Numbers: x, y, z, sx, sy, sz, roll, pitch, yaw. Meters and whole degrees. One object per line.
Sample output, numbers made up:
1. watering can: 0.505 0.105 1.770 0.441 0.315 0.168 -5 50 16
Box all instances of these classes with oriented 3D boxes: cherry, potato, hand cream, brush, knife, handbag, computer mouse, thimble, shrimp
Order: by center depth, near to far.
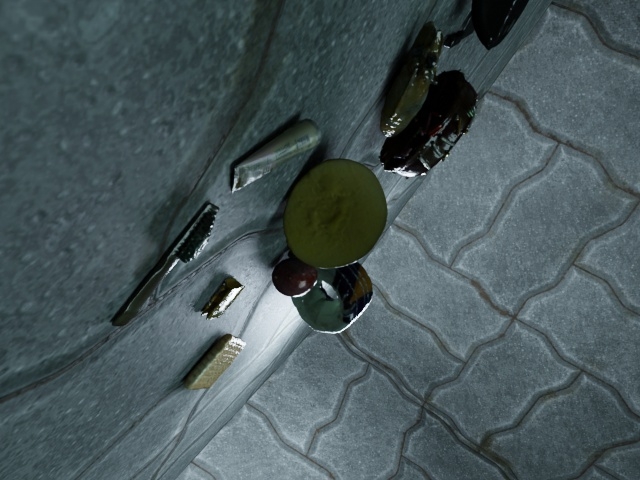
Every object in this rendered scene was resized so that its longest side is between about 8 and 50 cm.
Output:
1. brush: -0.183 0.035 0.617 0.190 0.027 0.034 -51 169 -1
2. hand cream: -0.059 -0.113 0.650 0.143 0.039 0.061 -36 171 -27
3. handbag: -0.179 0.108 0.920 0.083 0.027 0.061 -51 172 3
4. potato: 0.033 -0.063 0.927 0.158 0.178 0.204 -70 170 -71
5. computer mouse: 0.356 -0.501 0.938 0.170 0.100 0.269 -51 167 -30
6. shrimp: 0.185 -0.310 0.968 0.168 0.077 0.317 -58 178 -19
7. knife: 0.336 -0.492 1.151 0.245 0.019 0.072 -45 165 -48
8. cherry: -0.055 0.080 1.202 0.107 0.090 0.225 -18 -177 6
9. thimble: 0.028 0.155 1.479 0.150 0.237 0.237 -37 163 -49

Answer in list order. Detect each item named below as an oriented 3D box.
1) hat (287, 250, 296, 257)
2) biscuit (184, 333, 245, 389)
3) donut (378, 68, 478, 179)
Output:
1. hat: 0.000 0.000 1.184 0.175 0.085 0.147 -43 168 -48
2. biscuit: -0.261 0.306 1.265 0.160 0.030 0.250 -50 171 -11
3. donut: 0.238 -0.250 1.108 0.270 0.103 0.270 -54 -167 19
